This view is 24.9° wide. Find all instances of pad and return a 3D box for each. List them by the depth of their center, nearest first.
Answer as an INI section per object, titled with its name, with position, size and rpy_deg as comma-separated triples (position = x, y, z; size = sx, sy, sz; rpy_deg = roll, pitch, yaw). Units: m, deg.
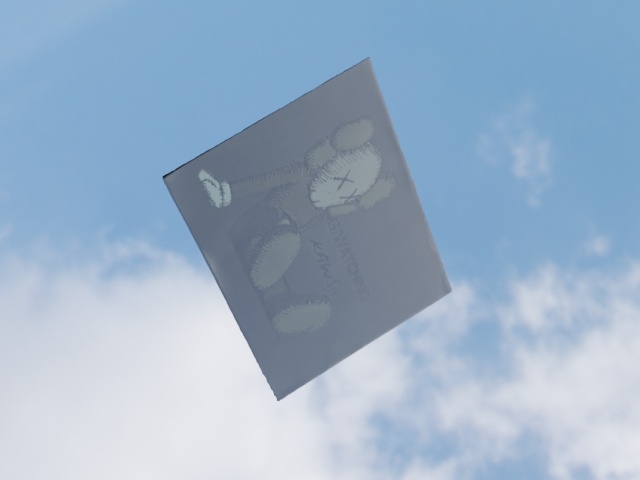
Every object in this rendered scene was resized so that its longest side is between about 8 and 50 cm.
[pad]
position = 0.000, 0.000, 0.812
size = 0.127, 0.190, 0.004
rpy_deg = -32, -137, -9
